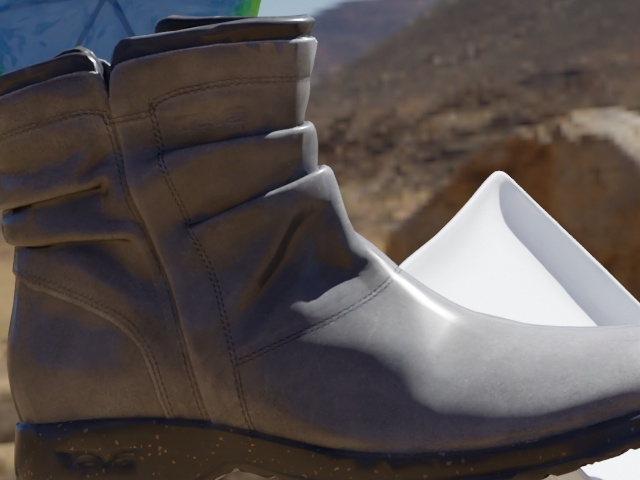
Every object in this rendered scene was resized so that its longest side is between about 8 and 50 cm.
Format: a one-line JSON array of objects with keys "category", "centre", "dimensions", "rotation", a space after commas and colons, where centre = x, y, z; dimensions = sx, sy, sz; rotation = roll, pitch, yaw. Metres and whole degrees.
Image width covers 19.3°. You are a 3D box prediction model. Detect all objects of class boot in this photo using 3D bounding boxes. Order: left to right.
[{"category": "boot", "centre": [0.000, 0.000, 0.864], "dimensions": [0.338, 0.223, 0.118], "rotation": [-5, 3, 8]}]

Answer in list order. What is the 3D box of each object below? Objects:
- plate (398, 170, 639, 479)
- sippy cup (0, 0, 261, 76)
[{"category": "plate", "centre": [0.180, 0.093, 1.386], "dimensions": [0.045, 0.278, 0.277], "rotation": [-47, -3, 28]}, {"category": "sippy cup", "centre": [-0.191, -0.219, 1.381], "dimensions": [0.240, 0.305, 0.224], "rotation": [-4, 33, -30]}]
